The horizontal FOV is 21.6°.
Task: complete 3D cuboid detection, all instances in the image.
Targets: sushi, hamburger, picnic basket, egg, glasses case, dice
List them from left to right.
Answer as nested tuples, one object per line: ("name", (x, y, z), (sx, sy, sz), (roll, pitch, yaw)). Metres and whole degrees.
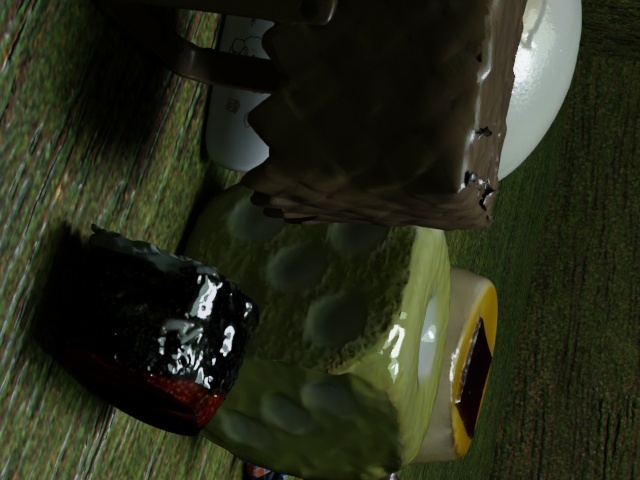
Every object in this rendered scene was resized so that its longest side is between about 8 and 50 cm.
("sushi", (-0.126, 0.074, 1.361), (0.225, 0.136, 0.126), (69, 41, -70))
("glasses case", (-0.060, -0.159, 1.588), (0.049, 0.074, 0.193), (28, 71, -77))
("dice", (-0.006, 0.082, 1.622), (0.238, 0.233, 0.227), (78, 24, -55))
("picnic basket", (0.004, -0.158, 1.349), (0.254, 0.321, 0.291), (31, 69, -73))
("hamburger", (0.137, 0.163, 2.300), (0.300, 0.176, 0.300), (9, 90, -76))
("egg", (0.167, -0.230, 1.995), (0.283, 0.283, 0.345), (-3, 101, -75))

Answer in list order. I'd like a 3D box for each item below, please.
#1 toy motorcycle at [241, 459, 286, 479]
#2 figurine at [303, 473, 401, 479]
("toy motorcycle", (-0.024, 0.184, 1.879), (0.205, 0.076, 0.114), (-61, 164, -16))
("figurine", (0.040, 0.394, 1.749), (0.218, 0.206, 0.365), (37, 54, -34))
